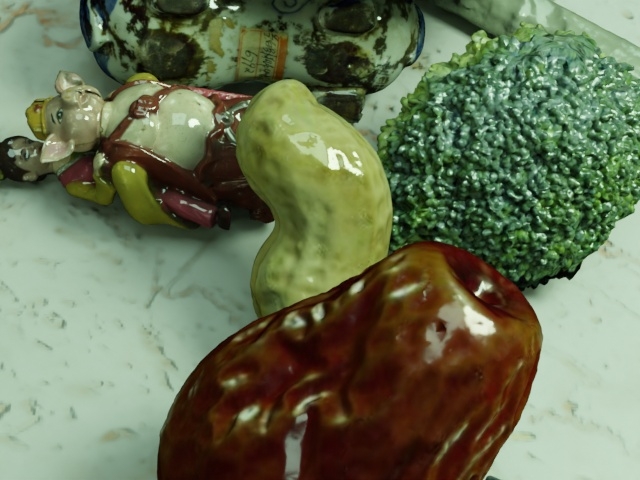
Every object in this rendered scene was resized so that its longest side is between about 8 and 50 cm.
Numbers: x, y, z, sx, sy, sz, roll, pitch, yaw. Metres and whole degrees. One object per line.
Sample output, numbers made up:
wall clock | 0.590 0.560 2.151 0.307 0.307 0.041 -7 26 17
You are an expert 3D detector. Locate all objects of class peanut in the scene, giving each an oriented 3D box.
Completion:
peanut | 0.000 0.000 0.904 0.103 0.098 0.229 -7 97 -21

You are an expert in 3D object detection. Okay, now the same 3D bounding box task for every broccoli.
broccoli | 0.147 -0.060 0.983 0.198 0.226 0.176 58 23 -7

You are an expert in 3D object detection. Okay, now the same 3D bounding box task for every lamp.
lamp | -0.141 -0.076 0.985 0.253 0.118 0.118 8 53 -3

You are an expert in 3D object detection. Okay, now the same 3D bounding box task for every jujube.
jujube | 0.017 0.113 0.784 0.190 0.255 0.190 34 22 -16

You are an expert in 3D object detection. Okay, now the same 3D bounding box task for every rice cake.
rice cake | 0.213 -0.181 1.144 0.256 0.057 0.052 33 54 16

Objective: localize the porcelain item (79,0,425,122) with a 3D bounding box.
porcelain item | -0.057 -0.201 1.079 0.288 0.138 0.186 0 43 -9

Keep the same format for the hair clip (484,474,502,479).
hair clip | 0.089 0.245 0.821 0.146 0.056 0.187 19 62 5
